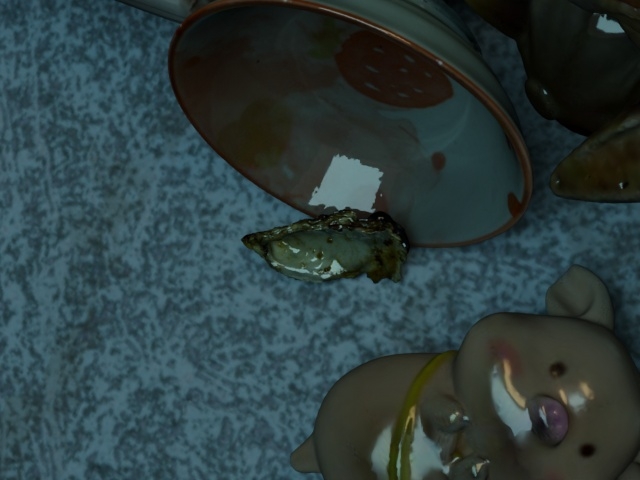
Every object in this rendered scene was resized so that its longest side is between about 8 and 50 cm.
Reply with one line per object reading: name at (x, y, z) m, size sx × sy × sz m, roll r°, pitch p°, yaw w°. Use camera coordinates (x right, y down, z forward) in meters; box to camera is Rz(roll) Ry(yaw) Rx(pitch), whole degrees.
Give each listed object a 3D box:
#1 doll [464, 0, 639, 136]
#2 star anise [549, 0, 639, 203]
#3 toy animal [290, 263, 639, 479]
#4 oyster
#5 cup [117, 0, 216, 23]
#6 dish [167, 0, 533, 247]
doll at (0.251, -0.211, 1.028) m, size 0.318 × 0.209 × 0.339 m, roll 30°, pitch 102°, yaw 18°
star anise at (0.272, -0.084, 0.879) m, size 0.315 × 0.108 × 0.315 m, roll 1°, pitch 99°, yaw 5°
toy animal at (0.097, 0.135, 1.114) m, size 0.248 × 0.149 × 0.165 m, roll -18°, pitch 98°, yaw 13°
oyster at (0.001, -0.001, 1.198) m, size 0.132 × 0.086 × 0.029 m, roll 13°, pitch 57°, yaw 12°
cup at (-0.139, -0.306, 1.211) m, size 0.273 × 0.288 × 0.208 m, roll 25°, pitch 138°, yaw 20°
dish at (0.031, -0.104, 1.125) m, size 0.260 × 0.260 × 0.085 m, roll 14°, pitch 62°, yaw 22°
